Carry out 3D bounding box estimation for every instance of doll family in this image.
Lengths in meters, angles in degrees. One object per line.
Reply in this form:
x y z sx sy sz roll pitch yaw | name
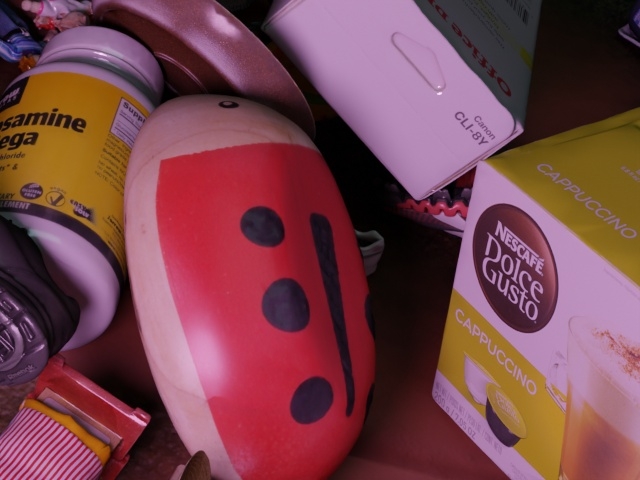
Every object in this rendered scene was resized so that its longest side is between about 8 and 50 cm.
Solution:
-0.371 -0.238 2.120 0.263 0.118 0.163 -4 47 -50 | doll family

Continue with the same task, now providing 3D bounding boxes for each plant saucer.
-0.141 -0.190 2.063 0.311 0.310 0.050 37 72 6 | plant saucer

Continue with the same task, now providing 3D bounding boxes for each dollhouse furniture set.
-0.164 0.298 1.733 0.374 0.152 0.201 32 47 2 | dollhouse furniture set

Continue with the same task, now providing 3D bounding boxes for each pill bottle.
-0.267 -0.064 1.955 0.188 0.188 0.334 20 47 -9 | pill bottle

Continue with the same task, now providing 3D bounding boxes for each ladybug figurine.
-0.056 0.053 1.889 0.305 0.162 0.449 9 66 -58 | ladybug figurine

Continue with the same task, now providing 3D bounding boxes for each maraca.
-0.032 -0.202 2.242 0.186 0.099 0.127 28 29 33 | maraca

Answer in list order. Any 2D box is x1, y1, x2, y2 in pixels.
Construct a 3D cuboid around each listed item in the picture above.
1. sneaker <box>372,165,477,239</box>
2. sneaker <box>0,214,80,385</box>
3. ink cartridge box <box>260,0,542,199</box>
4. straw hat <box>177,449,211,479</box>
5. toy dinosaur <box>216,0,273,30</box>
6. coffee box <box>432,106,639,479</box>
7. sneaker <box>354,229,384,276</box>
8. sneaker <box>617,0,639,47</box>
0.197 -0.027 2.201 0.276 0.135 0.097 6 40 9 | sneaker
-0.335 0.005 1.731 0.286 0.109 0.130 52 26 1 | sneaker
0.105 -0.264 2.184 0.279 0.160 0.384 47 26 -15 | ink cartridge box
-0.147 0.250 1.652 0.061 0.144 0.144 10 46 13 | straw hat
-0.121 -0.303 2.258 0.296 0.127 0.200 -23 67 -36 | toy dinosaur
0.364 0.088 1.958 0.338 0.334 0.337 -18 44 -31 | coffee box
0.000 0.000 2.114 0.152 0.061 0.053 6 53 -19 | sneaker
0.476 -0.242 2.501 0.153 0.099 0.282 27 40 -9 | sneaker
